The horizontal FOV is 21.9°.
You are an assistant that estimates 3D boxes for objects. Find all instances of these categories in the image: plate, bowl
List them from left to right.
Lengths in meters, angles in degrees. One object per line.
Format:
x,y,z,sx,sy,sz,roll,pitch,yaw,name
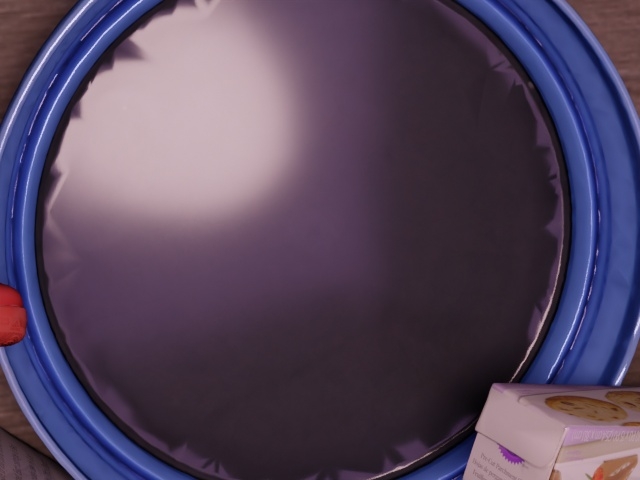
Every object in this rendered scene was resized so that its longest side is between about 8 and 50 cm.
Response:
0.000,0.000,0.965,0.391,0.077,0.391,-1,98,-11,bowl
0.051,0.001,1.027,0.188,0.024,0.188,-1,98,-10,plate

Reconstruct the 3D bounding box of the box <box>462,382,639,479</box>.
0.226,0.127,0.986,0.324,0.067,0.063,6,107,-38,box

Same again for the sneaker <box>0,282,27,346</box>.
-0.245,-0.016,0.889,0.221,0.087,0.128,9,91,27,sneaker

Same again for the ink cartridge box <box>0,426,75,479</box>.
-0.178,0.185,0.912,0.283,0.207,0.117,35,88,-13,ink cartridge box
